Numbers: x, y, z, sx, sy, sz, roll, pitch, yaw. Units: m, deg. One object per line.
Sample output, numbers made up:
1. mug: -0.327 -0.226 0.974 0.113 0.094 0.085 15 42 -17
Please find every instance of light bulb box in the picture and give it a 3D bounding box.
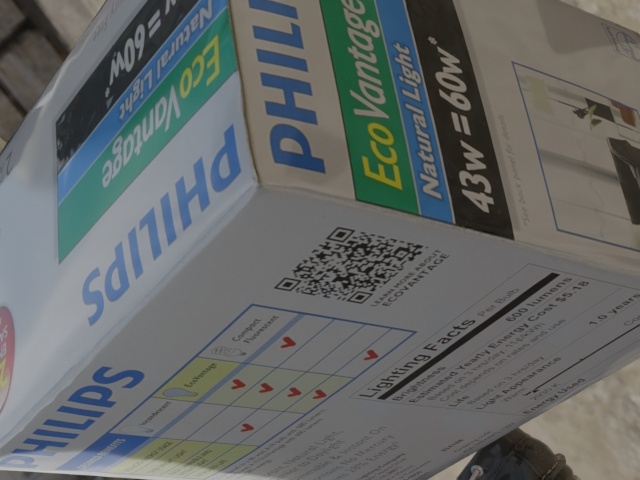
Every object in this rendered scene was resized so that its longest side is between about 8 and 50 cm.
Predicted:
1. light bulb box: 0.000 0.000 0.765 0.358 0.361 0.225 -41 48 40

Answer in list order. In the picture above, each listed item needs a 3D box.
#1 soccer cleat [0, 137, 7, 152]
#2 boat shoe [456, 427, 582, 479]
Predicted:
1. soccer cleat: -0.299 -0.091 0.885 0.196 0.076 0.068 23 -165 28
2. boat shoe: 0.106 0.278 1.072 0.095 0.112 0.335 47 126 7
